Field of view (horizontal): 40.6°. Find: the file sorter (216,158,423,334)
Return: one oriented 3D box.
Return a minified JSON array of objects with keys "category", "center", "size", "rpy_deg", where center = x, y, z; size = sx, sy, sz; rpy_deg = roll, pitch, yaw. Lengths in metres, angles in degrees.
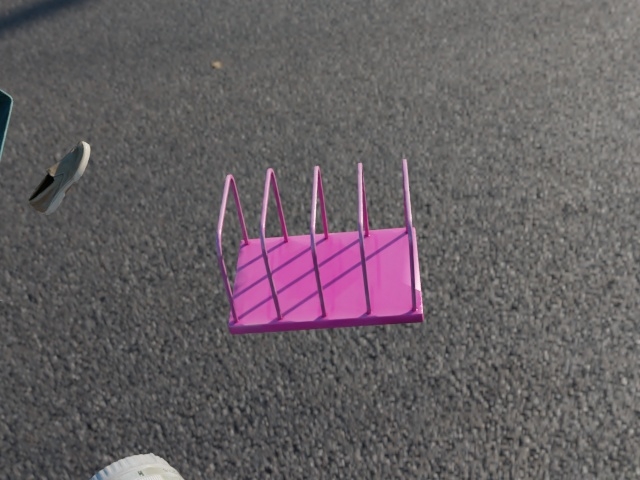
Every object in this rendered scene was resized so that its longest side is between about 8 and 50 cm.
[{"category":"file sorter","center":[0.000,0.000,1.308],"size":[0.291,0.182,0.202],"rpy_deg":[-4,40,5]}]

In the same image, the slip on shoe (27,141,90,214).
[{"category":"slip on shoe","center":[-0.426,-0.106,1.409],"size":[0.135,0.041,0.051],"rpy_deg":[-54,42,3]}]

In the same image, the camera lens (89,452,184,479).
[{"category":"camera lens","center":[-0.293,0.542,1.518],"size":[0.219,0.219,0.274],"rpy_deg":[-28,46,-21]}]

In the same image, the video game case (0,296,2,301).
[{"category":"video game case","center":[-0.874,0.206,1.996],"size":[0.274,0.026,0.196],"rpy_deg":[-33,2,-12]}]

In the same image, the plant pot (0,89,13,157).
[{"category":"plant pot","center":[-0.661,-0.184,1.404],"size":[0.234,0.165,0.165],"rpy_deg":[-2,71,21]}]
